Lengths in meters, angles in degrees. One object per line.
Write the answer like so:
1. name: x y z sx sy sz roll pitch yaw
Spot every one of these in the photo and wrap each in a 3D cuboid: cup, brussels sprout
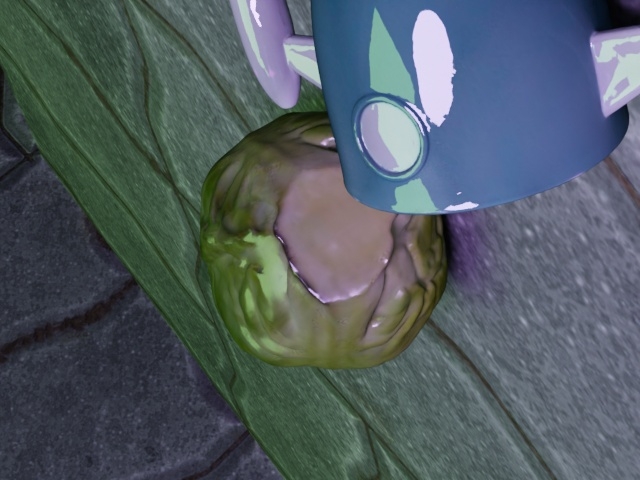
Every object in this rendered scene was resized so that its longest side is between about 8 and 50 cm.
1. cup: 0.069 -0.126 0.645 0.300 0.167 0.173 5 121 38
2. brussels sprout: 0.000 0.000 1.044 0.244 0.244 0.244 51 164 20
